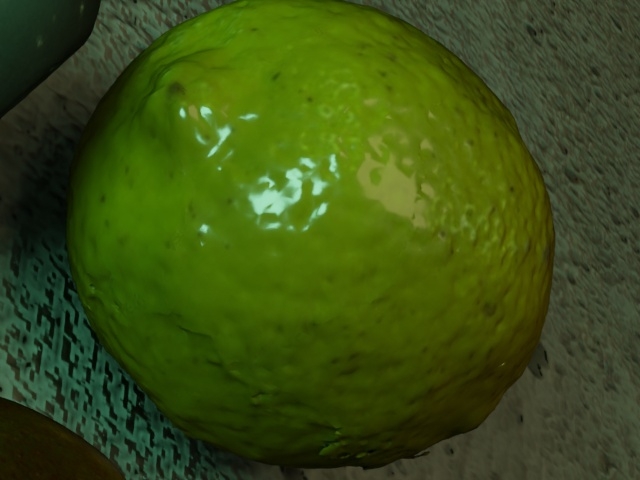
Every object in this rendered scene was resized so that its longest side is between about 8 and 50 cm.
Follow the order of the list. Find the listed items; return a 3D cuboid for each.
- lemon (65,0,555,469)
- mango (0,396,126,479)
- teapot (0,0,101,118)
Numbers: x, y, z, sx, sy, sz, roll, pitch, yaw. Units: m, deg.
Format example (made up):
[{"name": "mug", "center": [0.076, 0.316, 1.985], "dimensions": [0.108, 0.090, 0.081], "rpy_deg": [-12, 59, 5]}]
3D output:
[{"name": "lemon", "center": [0.000, 0.000, 0.889], "dimensions": [0.310, 0.253, 0.253], "rpy_deg": [38, 42, -44]}, {"name": "mango", "center": [-0.181, 0.125, 0.655], "dimensions": [0.267, 0.111, 0.133], "rpy_deg": [-5, 80, -58]}, {"name": "teapot", "center": [-0.225, -0.151, 0.722], "dimensions": [0.251, 0.183, 0.183], "rpy_deg": [49, 34, -10]}]
